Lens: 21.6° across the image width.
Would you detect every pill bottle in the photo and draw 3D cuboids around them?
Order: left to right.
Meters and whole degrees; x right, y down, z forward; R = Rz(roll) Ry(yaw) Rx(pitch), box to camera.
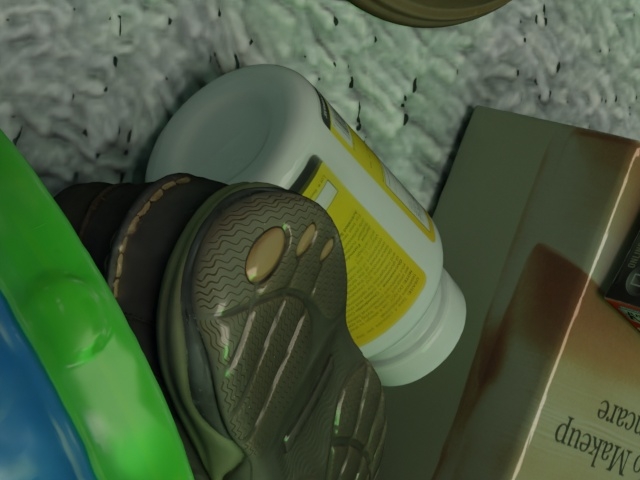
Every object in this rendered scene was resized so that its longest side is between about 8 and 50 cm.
[{"bbox_3d":[0.000,0.000,0.872,0.184,0.103,0.103,46,71,-40],"label":"pill bottle"}]

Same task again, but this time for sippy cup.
[{"bbox_3d":[-0.199,0.085,0.648,0.224,0.240,0.305,-30,88,-20],"label":"sippy cup"}]

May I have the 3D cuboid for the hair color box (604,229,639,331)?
[{"bbox_3d":[0.237,0.035,0.957,0.167,0.053,0.093,38,77,-43],"label":"hair color box"}]

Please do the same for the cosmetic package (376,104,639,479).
[{"bbox_3d":[0.126,0.088,0.996,0.153,0.129,0.296,23,87,-45],"label":"cosmetic package"}]

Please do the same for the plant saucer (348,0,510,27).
[{"bbox_3d":[0.082,-0.253,0.918,0.278,0.041,0.278,-14,111,-38],"label":"plant saucer"}]

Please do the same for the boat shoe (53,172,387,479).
[{"bbox_3d":[-0.053,0.082,0.831,0.132,0.130,0.355,-56,155,-32],"label":"boat shoe"}]
